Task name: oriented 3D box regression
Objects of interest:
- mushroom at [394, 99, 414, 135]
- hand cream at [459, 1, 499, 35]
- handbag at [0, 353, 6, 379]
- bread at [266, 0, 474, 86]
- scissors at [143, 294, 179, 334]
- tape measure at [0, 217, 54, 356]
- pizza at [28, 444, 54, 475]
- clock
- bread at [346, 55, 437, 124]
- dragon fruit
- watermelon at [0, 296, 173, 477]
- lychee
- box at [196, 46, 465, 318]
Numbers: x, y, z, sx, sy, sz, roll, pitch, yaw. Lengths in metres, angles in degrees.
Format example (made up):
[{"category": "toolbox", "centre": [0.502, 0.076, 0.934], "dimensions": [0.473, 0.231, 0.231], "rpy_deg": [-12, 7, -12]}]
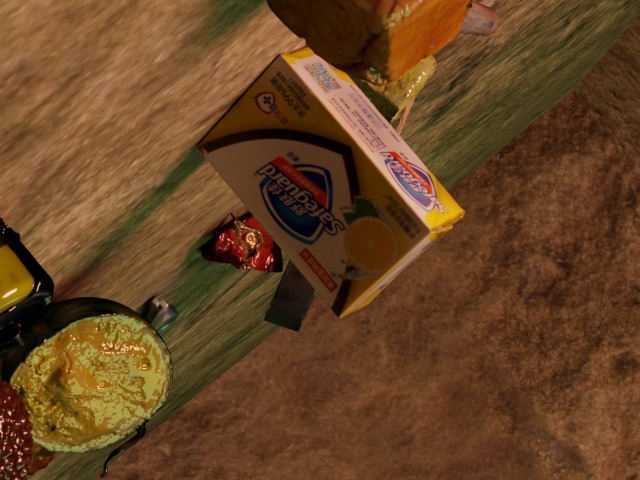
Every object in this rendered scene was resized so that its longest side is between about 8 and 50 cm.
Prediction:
[{"category": "mushroom", "centre": [0.100, -0.126, 2.369], "dimensions": [0.026, 0.028, 0.286], "rpy_deg": [42, 65, -45]}, {"category": "hand cream", "centre": [0.213, -0.320, 2.164], "dimensions": [0.067, 0.043, 0.209], "rpy_deg": [-39, 170, 19]}, {"category": "handbag", "centre": [-0.376, 0.146, 1.911], "dimensions": [0.083, 0.027, 0.061], "rpy_deg": [-33, 169, -38]}, {"category": "bread", "centre": [0.052, -0.239, 1.374], "dimensions": [0.143, 0.149, 0.158], "rpy_deg": [-41, 167, -18]}, {"category": "scissors", "centre": [-0.265, 0.130, 2.393], "dimensions": [0.125, 0.030, 0.256], "rpy_deg": [-40, 175, -20]}, {"category": "tape measure", "centre": [-0.328, 0.068, 1.352], "dimensions": [0.186, 0.112, 0.199], "rpy_deg": [-42, 175, -10]}, {"category": "pizza", "centre": [-0.416, 0.274, 2.171], "dimensions": [0.409, 0.114, 0.278], "rpy_deg": [-36, 178, -30]}, {"category": "clock", "centre": [-0.001, -0.001, 2.382], "dimensions": [0.312, 0.061, 0.313], "rpy_deg": [25, 90, -89]}, {"category": "bread", "centre": [0.068, -0.207, 1.777], "dimensions": [0.111, 0.114, 0.129], "rpy_deg": [-46, 178, -12]}, {"category": "dragon fruit", "centre": [-0.126, -0.006, 2.253], "dimensions": [0.192, 0.122, 0.092], "rpy_deg": [7, 92, -76]}, {"category": "watermelon", "centre": [-0.294, 0.157, 1.860], "dimensions": [0.204, 0.127, 0.232], "rpy_deg": [-48, 133, 5]}, {"category": "lychee", "centre": [-0.408, 0.238, 1.708], "dimensions": [0.188, 0.188, 0.188], "rpy_deg": [-40, 173, -6]}, {"category": "box", "centre": [0.011, -0.068, 1.694], "dimensions": [0.168, 0.265, 0.097], "rpy_deg": [-42, 171, 28]}]
